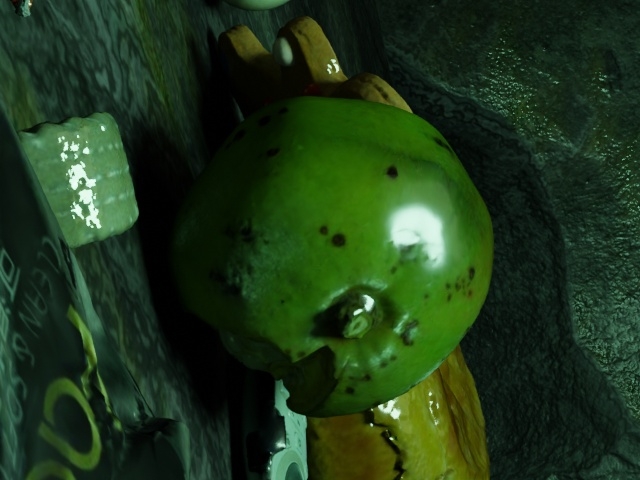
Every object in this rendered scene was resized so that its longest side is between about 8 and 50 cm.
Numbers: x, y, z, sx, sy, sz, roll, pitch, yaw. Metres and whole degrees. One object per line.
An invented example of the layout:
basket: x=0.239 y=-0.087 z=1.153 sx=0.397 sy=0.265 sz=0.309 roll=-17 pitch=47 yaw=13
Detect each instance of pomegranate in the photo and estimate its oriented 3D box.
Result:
pomegranate: x=0.000 y=0.000 z=1.081 sx=0.302 sy=0.236 sz=0.236 roll=-137 pitch=-149 yaw=-73

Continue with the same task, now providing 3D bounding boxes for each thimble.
thimble: x=-0.136 y=-0.027 z=0.710 sx=0.110 sy=0.084 sz=0.062 roll=-127 pitch=-155 yaw=-83

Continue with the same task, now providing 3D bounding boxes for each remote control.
remote control: x=-0.037 y=0.190 z=1.121 sx=0.097 sy=0.045 sz=0.256 roll=64 pitch=20 yaw=-50

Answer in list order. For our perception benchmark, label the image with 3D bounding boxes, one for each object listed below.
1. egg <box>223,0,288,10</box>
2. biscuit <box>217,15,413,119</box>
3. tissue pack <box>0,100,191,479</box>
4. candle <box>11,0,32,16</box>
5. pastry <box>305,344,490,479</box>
egg: x=-0.060 y=-0.274 z=1.357 sx=0.152 sy=0.114 sz=0.114 roll=-77 pitch=153 yaw=-69
biscuit: x=-0.005 y=-0.095 z=1.250 sx=0.324 sy=0.049 sz=0.205 roll=24 pitch=-43 yaw=56
tissue pack: x=-0.133 y=0.068 z=0.494 sx=0.245 sy=0.123 sz=0.332 roll=-86 pitch=162 yaw=-51
candle: x=-0.175 y=-0.205 z=0.809 sx=0.053 sy=0.048 sz=0.162 roll=-10 pitch=89 yaw=-51
pastry: x=0.052 y=0.147 z=1.362 sx=0.356 sy=0.164 sz=0.356 roll=-14 pitch=90 yaw=-75
